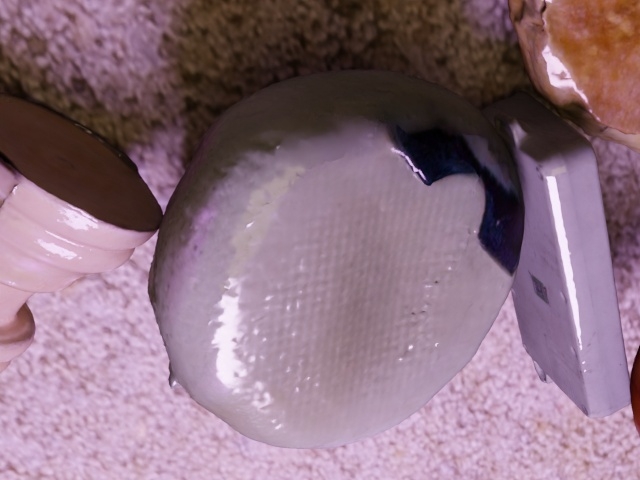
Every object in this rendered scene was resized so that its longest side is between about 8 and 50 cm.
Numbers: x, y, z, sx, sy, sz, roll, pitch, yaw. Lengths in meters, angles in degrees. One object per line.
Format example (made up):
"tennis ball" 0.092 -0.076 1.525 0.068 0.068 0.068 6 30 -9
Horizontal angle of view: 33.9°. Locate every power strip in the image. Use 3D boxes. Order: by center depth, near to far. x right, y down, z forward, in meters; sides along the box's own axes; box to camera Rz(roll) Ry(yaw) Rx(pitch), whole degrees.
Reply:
"power strip" 0.180 0.017 0.800 0.046 0.118 0.270 -23 122 -9

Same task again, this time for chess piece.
"chess piece" -0.262 0.050 0.756 0.307 0.124 0.138 -47 149 21

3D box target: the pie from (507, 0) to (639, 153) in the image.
"pie" 0.283 -0.193 0.715 0.339 0.083 0.340 -5 123 -8

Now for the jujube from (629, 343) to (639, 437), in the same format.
"jujube" 0.417 0.079 0.778 0.376 0.276 0.277 -24 126 -28

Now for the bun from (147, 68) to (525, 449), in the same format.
"bun" 0.000 0.000 0.739 0.283 0.179 0.283 -16 126 -24
